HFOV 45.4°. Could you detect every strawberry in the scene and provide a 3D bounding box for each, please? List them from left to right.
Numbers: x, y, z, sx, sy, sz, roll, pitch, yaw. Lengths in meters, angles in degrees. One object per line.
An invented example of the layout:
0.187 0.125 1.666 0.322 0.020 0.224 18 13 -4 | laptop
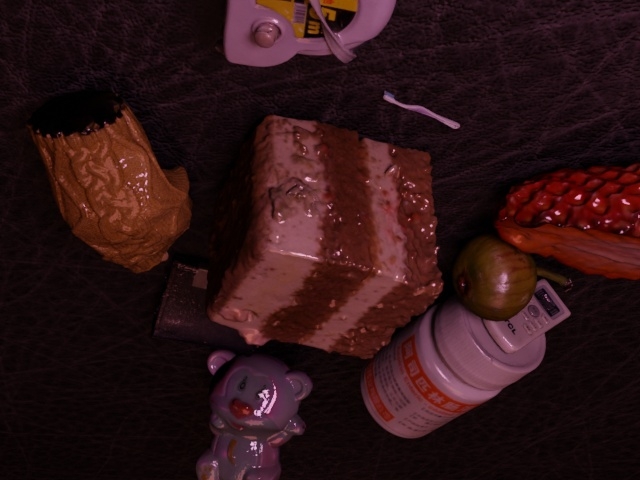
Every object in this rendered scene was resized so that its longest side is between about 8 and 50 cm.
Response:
0.436 -0.045 1.156 0.336 0.149 0.265 11 168 6 | strawberry

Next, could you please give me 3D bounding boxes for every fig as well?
0.349 0.051 1.327 0.259 0.151 0.151 -10 153 -30 | fig

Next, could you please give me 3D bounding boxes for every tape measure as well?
-0.013 -0.284 0.830 0.197 0.120 0.236 10 150 -2 | tape measure

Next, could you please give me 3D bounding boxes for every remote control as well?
0.373 0.136 1.382 0.190 0.087 0.029 -21 160 -37 | remote control

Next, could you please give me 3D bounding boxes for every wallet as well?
-0.209 0.131 1.508 0.220 0.071 0.262 15 140 -11 | wallet

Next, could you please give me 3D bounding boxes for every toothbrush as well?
0.143 -0.181 1.072 0.131 0.013 0.011 18 152 -25 | toothbrush

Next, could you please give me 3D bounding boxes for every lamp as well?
-0.144 0.396 1.714 0.247 0.301 0.247 13 -171 19 | lamp

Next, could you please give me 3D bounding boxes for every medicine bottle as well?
0.251 0.240 1.511 0.211 0.211 0.371 16 143 -21 | medicine bottle

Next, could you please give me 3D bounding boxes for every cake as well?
0.000 0.000 1.130 0.290 0.256 0.282 13 143 -23 | cake

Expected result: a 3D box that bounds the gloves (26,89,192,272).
-0.301 -0.067 1.131 0.203 0.155 0.356 -3 149 13 | gloves
